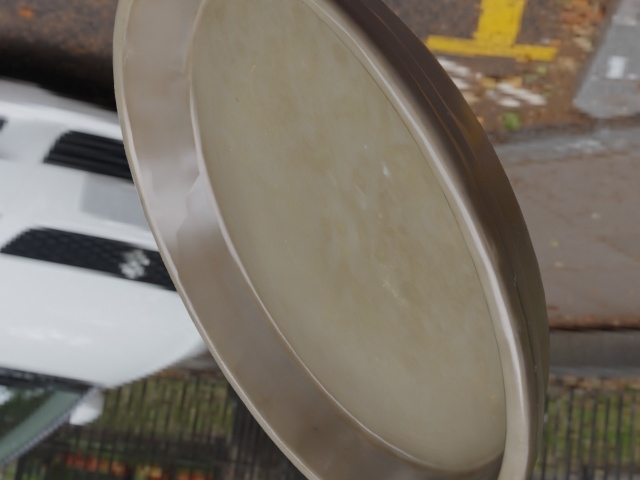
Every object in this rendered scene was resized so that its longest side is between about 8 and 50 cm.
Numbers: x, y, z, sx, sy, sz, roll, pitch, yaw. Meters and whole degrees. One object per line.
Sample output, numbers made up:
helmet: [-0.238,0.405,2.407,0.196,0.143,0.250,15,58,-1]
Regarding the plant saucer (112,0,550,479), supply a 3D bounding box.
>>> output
plant saucer: [0.000,0.000,0.535,0.041,0.278,0.278,-27,-176,-26]
